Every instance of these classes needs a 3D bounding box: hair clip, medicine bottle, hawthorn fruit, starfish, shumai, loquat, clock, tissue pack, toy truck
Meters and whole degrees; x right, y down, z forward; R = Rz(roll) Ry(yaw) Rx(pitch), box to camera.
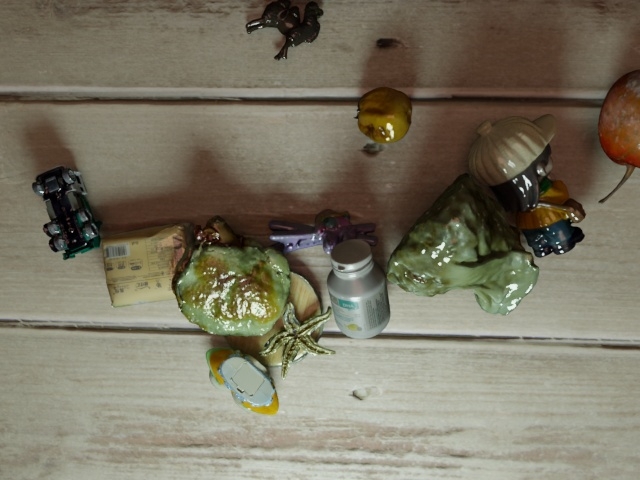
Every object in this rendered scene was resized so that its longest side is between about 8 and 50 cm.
[{"bbox_3d":[-0.006,-0.010,1.350,0.278,0.137,0.090,-10,130,5],"label":"hair clip"},{"bbox_3d":[0.085,0.108,1.302,0.134,0.135,0.216,-10,126,4],"label":"medicine bottle"},{"bbox_3d":[0.730,-0.257,1.242,0.234,0.263,0.232,-7,58,-5],"label":"hawthorn fruit"},{"bbox_3d":[-0.042,0.239,1.362,0.175,0.053,0.208,31,103,-10],"label":"starfish"},{"bbox_3d":[0.334,0.036,1.227,0.288,0.330,0.292,42,72,9],"label":"shumai"},{"bbox_3d":[0.146,-0.291,1.317,0.137,0.113,0.138,6,105,23],"label":"loquat"},{"bbox_3d":[-0.188,0.341,1.374,0.231,0.144,0.103,45,68,-7],"label":"clock"},{"bbox_3d":[-0.408,0.059,1.389,0.222,0.090,0.187,-10,92,3],"label":"tissue pack"},{"bbox_3d":[-0.602,-0.066,1.381,0.110,0.116,0.216,-22,86,4],"label":"toy truck"}]

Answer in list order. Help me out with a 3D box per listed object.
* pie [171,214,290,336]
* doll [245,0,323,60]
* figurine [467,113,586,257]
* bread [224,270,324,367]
[{"bbox_3d":[-0.209,0.103,1.329,0.274,0.105,0.257,30,96,-10],"label":"pie"},{"bbox_3d":[-0.074,-0.509,1.338,0.139,0.057,0.165,44,87,1],"label":"doll"},{"bbox_3d":[0.458,-0.119,1.278,0.204,0.185,0.333,-16,89,-30],"label":"figurine"},{"bbox_3d":[-0.121,0.186,1.407,0.266,0.040,0.267,0,96,3],"label":"bread"}]
